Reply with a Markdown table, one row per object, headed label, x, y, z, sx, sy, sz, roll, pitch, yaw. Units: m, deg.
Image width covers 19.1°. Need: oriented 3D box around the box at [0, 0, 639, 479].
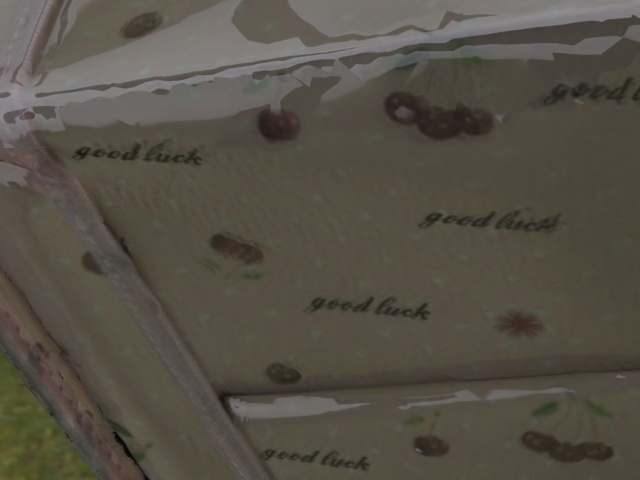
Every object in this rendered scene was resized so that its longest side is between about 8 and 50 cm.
| label | x | y | z | sx | sy | sz | roll | pitch | yaw |
| --- | --- | --- | --- | --- | --- | --- | --- | --- | --- |
| box | 0.048 | -0.068 | 0.521 | 0.190 | 0.225 | 0.297 | -6 | 47 | 22 |
